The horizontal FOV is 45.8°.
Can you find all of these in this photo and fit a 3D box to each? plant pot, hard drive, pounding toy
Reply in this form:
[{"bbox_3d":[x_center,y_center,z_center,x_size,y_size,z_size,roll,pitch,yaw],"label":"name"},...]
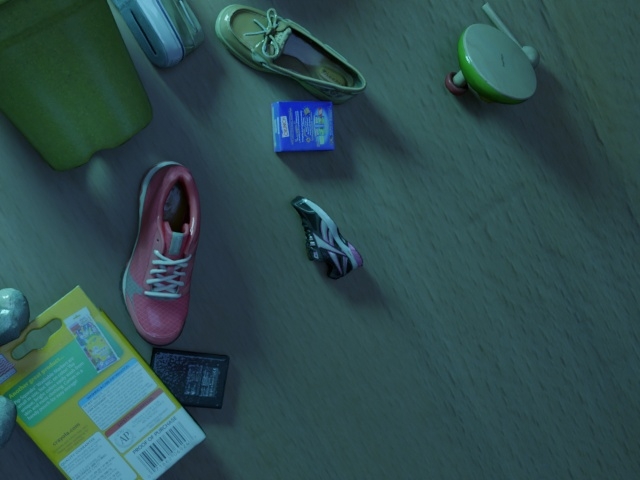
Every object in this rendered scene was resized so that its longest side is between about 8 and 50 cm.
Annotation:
[{"bbox_3d":[-0.389,-0.253,1.131,0.276,0.276,0.253,-36,116,-18],"label":"plant pot"},{"bbox_3d":[-0.232,0.241,1.319,0.135,0.022,0.094,10,87,-23],"label":"hard drive"},{"bbox_3d":[0.332,-0.340,1.515,0.183,0.110,0.236,39,47,-8],"label":"pounding toy"}]

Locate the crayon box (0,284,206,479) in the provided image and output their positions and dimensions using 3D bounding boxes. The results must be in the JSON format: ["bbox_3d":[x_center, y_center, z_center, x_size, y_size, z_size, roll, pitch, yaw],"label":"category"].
[{"bbox_3d":[-0.365,0.255,1.216,0.203,0.083,0.323,-39,101,-14],"label":"crayon box"}]

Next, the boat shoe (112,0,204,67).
[{"bbox_3d":[-0.298,-0.434,1.243,0.094,0.109,0.302,-40,115,-33],"label":"boat shoe"}]

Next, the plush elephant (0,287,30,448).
[{"bbox_3d":[-0.591,0.141,1.009,0.330,0.271,0.255,-16,133,8],"label":"plush elephant"}]

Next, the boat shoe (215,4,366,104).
[{"bbox_3d":[-0.047,-0.337,1.345,0.285,0.089,0.104,22,83,-22],"label":"boat shoe"}]

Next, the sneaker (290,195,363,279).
[{"bbox_3d":[0.000,0.000,1.388,0.077,0.072,0.178,-41,100,-6],"label":"sneaker"}]

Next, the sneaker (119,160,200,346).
[{"bbox_3d":[-0.258,0.021,1.241,0.116,0.136,0.313,4,90,-22],"label":"sneaker"}]

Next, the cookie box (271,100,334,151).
[{"bbox_3d":[-0.032,-0.208,1.382,0.107,0.040,0.091,-4,93,-23],"label":"cookie box"}]
